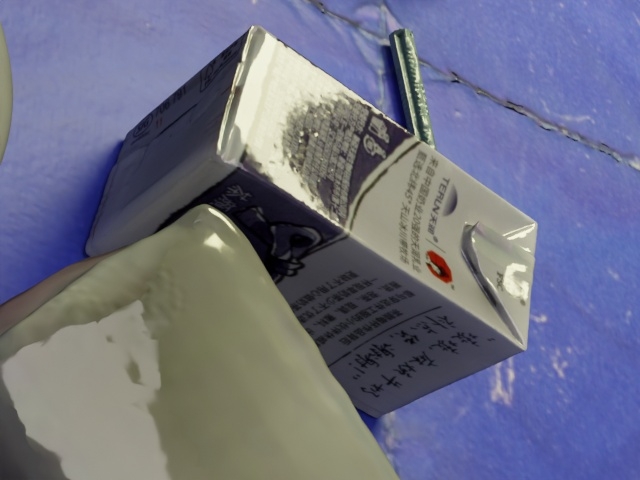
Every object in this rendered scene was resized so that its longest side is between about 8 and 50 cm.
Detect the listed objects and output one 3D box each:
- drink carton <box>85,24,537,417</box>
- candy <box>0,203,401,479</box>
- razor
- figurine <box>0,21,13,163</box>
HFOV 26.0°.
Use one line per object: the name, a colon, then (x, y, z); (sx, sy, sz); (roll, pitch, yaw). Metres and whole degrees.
drink carton: (0.001, 0.000, 0.789); (0.222, 0.134, 0.102); (33, 47, -24)
candy: (-0.049, 0.178, 0.587); (0.145, 0.208, 0.358); (-33, 91, -41)
razor: (0.075, -0.058, 0.970); (0.084, 0.036, 0.211); (0, 59, -21)
figurine: (-0.300, -0.034, 0.486); (0.227, 0.274, 0.394); (26, 53, 31)
